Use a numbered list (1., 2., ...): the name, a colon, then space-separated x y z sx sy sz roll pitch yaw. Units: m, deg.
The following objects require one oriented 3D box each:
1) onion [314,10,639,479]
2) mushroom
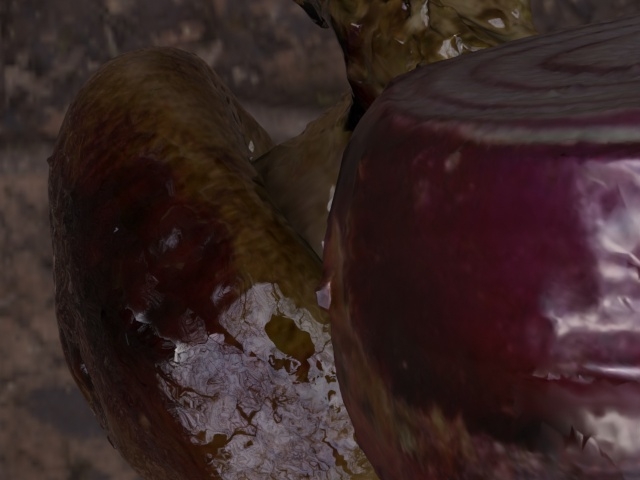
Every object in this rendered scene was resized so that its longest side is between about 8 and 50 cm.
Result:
1. onion: 0.150 0.049 0.631 0.282 0.337 0.260 -3 102 14
2. mushroom: -0.017 -0.006 1.204 0.356 0.331 0.334 -52 144 -7
